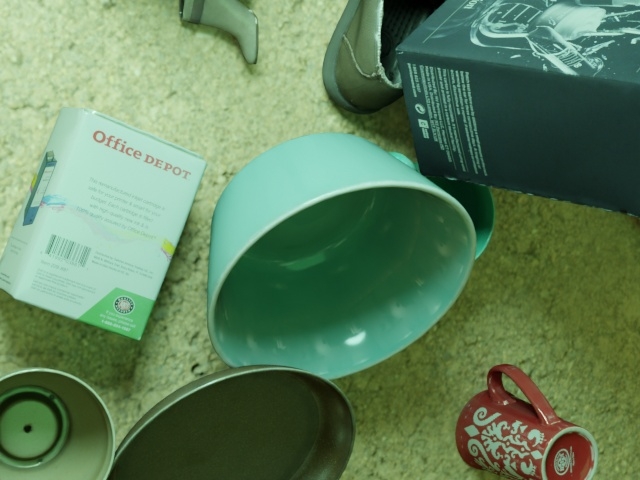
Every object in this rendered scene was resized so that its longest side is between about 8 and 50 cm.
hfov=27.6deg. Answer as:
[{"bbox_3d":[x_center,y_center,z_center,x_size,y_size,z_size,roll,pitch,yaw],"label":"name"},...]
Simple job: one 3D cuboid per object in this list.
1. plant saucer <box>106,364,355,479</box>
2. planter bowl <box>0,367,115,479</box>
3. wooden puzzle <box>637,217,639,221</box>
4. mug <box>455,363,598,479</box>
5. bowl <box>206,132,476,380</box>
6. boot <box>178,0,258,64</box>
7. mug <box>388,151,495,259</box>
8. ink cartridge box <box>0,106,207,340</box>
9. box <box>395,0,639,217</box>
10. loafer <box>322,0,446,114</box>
[{"bbox_3d":[-0.109,0.250,1.475,0.311,0.050,0.310,-18,134,-19],"label":"plant saucer"},{"bbox_3d":[-0.306,0.207,1.380,0.162,0.109,0.162,-2,95,-18],"label":"planter bowl"},{"bbox_3d":[0.561,-0.062,1.866,0.239,0.044,0.221,42,76,-31],"label":"wooden puzzle"},{"bbox_3d":[0.257,0.250,1.666,0.113,0.169,0.150,-42,114,-17],"label":"mug"},{"bbox_3d":[0.000,0.000,1.454,0.312,0.163,0.311,-16,140,-14],"label":"bowl"},{"bbox_3d":[-0.116,-0.255,1.470,0.087,0.042,0.118,-8,99,-21],"label":"boot"},{"bbox_3d":[0.131,-0.046,1.594,0.129,0.097,0.157,-21,104,-29],"label":"mug"},{"bbox_3d":[-0.236,-0.020,1.403,0.154,0.093,0.212,22,88,-30],"label":"ink cartridge box"},{"bbox_3d":[0.314,-0.210,1.482,0.343,0.313,0.179,-47,137,-36],"label":"box"},{"bbox_3d":[0.123,-0.320,1.535,0.134,0.130,0.365,17,89,-29],"label":"loafer"}]
